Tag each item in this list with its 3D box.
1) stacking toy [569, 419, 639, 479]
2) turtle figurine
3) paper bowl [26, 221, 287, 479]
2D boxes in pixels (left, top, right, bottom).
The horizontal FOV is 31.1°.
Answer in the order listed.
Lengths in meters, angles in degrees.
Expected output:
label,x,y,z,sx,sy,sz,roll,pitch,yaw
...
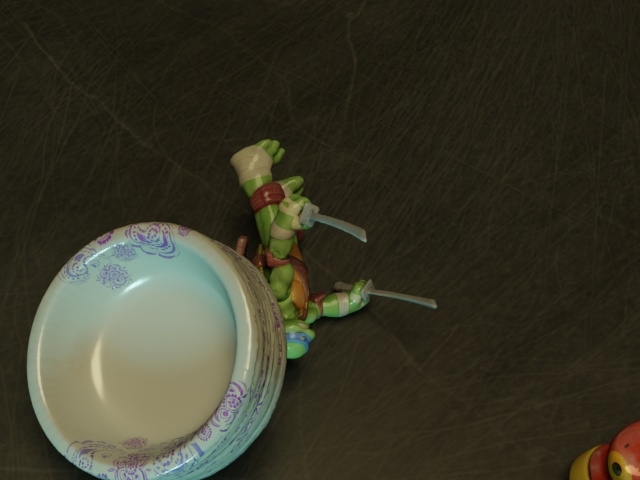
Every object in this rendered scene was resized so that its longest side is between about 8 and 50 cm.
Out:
label,x,y,z,sx,sy,sz,roll,pitch,yaw
stacking toy,0.359,0.347,1.217,0.279,0.130,0.309,-16,60,-40
turtle figurine,0.000,0.000,1.412,0.197,0.274,0.266,14,44,-39
paper bowl,-0.173,0.130,1.290,0.284,0.148,0.284,-5,76,21
